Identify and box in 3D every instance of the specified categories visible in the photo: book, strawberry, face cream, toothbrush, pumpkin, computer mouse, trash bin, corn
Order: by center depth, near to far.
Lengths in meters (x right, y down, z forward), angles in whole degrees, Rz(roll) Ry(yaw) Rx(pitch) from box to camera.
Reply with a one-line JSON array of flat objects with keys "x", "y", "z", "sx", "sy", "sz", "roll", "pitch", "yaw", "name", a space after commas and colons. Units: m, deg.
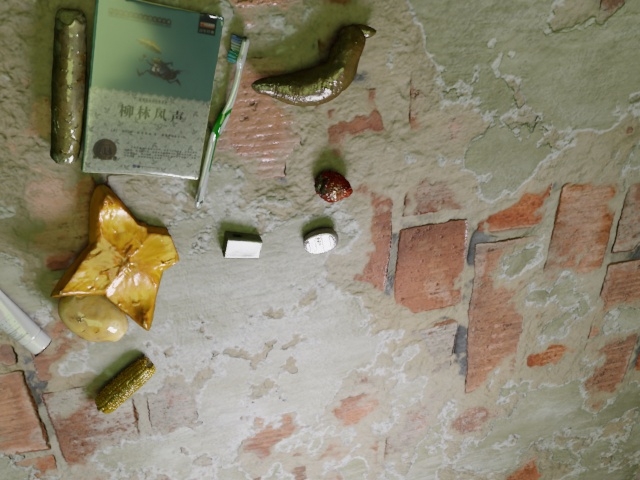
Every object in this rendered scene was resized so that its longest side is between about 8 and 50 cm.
[{"x": -0.363, "y": -0.315, "z": 1.290, "sx": 0.264, "sy": 0.031, "sz": 0.379, "roll": 0, "pitch": 118, "yaw": -28, "name": "book"}, {"x": -0.229, "y": -0.259, "z": 1.373, "sx": 0.040, "sy": 0.042, "sz": 0.418, "roll": 20, "pitch": 113, "yaw": 5, "name": "toothbrush"}, {"x": -0.463, "y": 0.043, "z": 1.413, "sx": 0.258, "sy": 0.095, "sz": 0.290, "roll": 25, "pitch": 91, "yaw": -32, "name": "pumpkin"}, {"x": -0.753, "y": 0.179, "z": 1.438, "sx": 0.092, "sy": 0.058, "sz": 0.244, "roll": -34, "pitch": 117, "yaw": 7, "name": "face cream"}, {"x": 0.035, "y": -0.133, "z": 1.512, "sx": 0.096, "sy": 0.083, "sz": 0.083, "roll": 15, "pitch": 112, "yaw": -34, "name": "strawberry"}, {"x": -0.201, "y": 0.014, "z": 1.536, "sx": 0.092, "sy": 0.043, "sz": 0.061, "roll": 4, "pitch": 116, "yaw": -24, "name": "trash bin"}, {"x": 0.000, "y": -0.001, "z": 1.595, "sx": 0.096, "sy": 0.039, "sz": 0.066, "roll": -13, "pitch": 121, "yaw": -3, "name": "computer mouse"}, {"x": -0.530, "y": 0.393, "z": 1.620, "sx": 0.207, "sy": 0.068, "sz": 0.068, "roll": -42, "pitch": 122, "yaw": 8, "name": "corn"}]

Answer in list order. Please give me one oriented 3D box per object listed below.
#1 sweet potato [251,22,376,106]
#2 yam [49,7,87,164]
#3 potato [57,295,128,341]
[{"x": 0.005, "y": -0.378, "z": 1.354, "sx": 0.310, "sy": 0.098, "sz": 0.124, "roll": -31, "pitch": 101, "yaw": 2, "name": "sweet potato"}, {"x": -0.518, "y": -0.310, "z": 1.232, "sx": 0.071, "sy": 0.067, "sz": 0.317, "roll": 22, "pitch": 117, "yaw": 13, "name": "yam"}, {"x": -0.559, "y": 0.185, "z": 1.472, "sx": 0.118, "sy": 0.109, "sz": 0.178, "roll": -31, "pitch": 120, "yaw": 25, "name": "potato"}]
